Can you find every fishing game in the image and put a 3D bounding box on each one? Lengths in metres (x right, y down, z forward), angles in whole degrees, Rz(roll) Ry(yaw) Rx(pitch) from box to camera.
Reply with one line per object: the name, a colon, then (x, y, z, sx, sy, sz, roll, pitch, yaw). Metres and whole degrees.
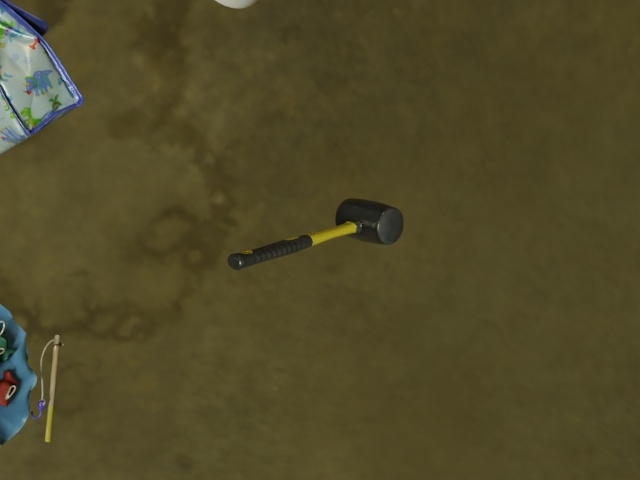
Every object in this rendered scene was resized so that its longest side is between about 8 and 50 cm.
fishing game: (-0.392, 0.148, 1.731, 0.041, 0.264, 0.189, -14, 59, 33)

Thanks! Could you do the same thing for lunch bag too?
lunch bag: (-0.328, -0.171, 1.510, 0.129, 0.096, 0.151, -20, 106, 51)

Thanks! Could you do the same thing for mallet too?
mallet: (0.000, 0.000, 1.350, 0.062, 0.189, 0.039, 10, 110, 37)

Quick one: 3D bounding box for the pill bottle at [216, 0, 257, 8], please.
pill bottle: (-0.045, -0.302, 1.445, 0.180, 0.108, 0.108, -35, 60, 49)
